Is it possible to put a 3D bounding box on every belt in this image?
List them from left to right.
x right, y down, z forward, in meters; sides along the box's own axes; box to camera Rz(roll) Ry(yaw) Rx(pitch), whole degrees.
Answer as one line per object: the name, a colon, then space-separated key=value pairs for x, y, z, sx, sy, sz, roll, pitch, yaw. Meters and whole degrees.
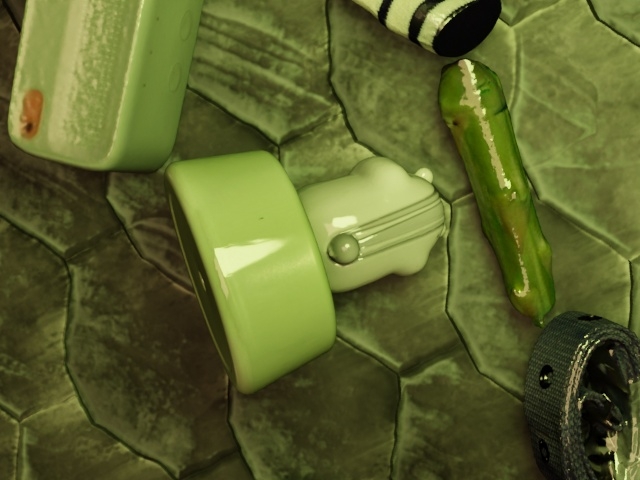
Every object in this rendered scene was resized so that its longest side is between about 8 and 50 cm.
belt: x=0.326 y=0.204 z=1.421 sx=0.140 sy=0.126 sz=0.230 roll=-5 pitch=97 yaw=-18

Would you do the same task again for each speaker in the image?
speaker: x=-0.258 y=-0.285 z=1.435 sx=0.183 sy=0.184 sz=0.406 roll=13 pitch=98 yaw=8

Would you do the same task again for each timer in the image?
timer: x=0.000 y=0.000 z=1.411 sx=0.315 sy=0.291 sz=0.290 roll=-19 pitch=93 yaw=-12

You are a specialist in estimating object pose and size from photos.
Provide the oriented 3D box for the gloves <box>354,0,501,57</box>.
gloves: x=0.107 y=-0.319 z=1.410 sx=0.140 sy=0.131 sz=0.218 roll=-51 pitch=56 yaw=13

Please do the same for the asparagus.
asparagus: x=0.223 y=-0.060 z=1.429 sx=0.082 sy=0.085 sz=0.343 roll=-20 pitch=98 yaw=0
